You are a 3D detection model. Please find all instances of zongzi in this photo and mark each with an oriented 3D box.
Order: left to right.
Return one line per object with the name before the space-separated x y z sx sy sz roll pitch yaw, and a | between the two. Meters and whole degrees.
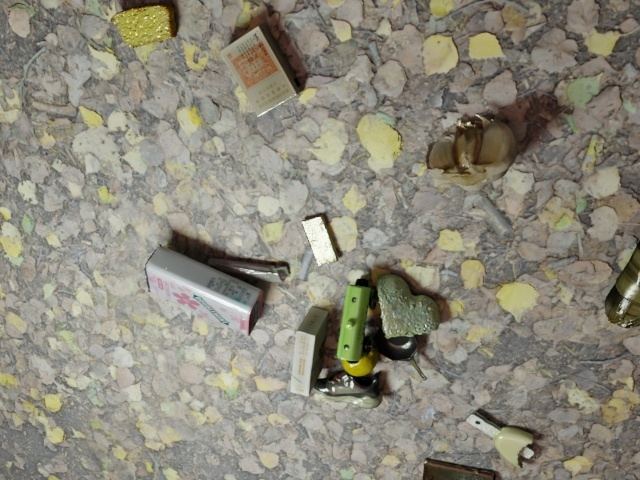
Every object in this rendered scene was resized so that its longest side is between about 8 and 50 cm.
zongzi | 0.891 0.125 1.609 0.288 0.134 0.286 17 125 2

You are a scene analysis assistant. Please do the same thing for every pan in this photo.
pan | 0.242 0.331 1.964 0.128 0.048 0.202 -10 110 24

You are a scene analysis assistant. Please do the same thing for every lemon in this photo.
lemon | 0.121 0.358 1.983 0.109 0.109 0.133 46 132 -6

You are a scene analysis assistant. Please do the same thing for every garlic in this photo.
garlic | 0.388 -0.204 1.613 0.229 0.178 0.142 -9 144 41

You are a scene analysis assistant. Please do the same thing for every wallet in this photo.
wallet | 0.452 0.786 2.124 0.232 0.031 0.122 5 115 16

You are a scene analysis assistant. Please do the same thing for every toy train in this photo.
toy train | 0.099 0.236 1.870 0.105 0.157 0.254 8 90 17

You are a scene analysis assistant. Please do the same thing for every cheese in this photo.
cheese | 0.553 0.602 1.990 0.235 0.050 0.127 32 123 3

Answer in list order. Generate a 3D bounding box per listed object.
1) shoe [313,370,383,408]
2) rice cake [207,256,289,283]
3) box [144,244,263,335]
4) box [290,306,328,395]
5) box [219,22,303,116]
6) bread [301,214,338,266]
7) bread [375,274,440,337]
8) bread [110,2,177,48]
shoe | 0.091 0.454 2.054 0.227 0.099 0.112 12 111 8
rice cake | -0.228 0.090 2.006 0.269 0.049 0.055 6 138 16
box | -0.365 0.154 2.023 0.369 0.112 0.190 25 146 6
box | -0.032 0.343 2.005 0.066 0.149 0.233 14 118 15
box | -0.155 -0.448 1.715 0.141 0.058 0.201 -22 105 26
bread | 0.000 0.000 1.897 0.068 0.028 0.154 -14 109 24
bread | 0.231 0.208 1.869 0.232 0.064 0.172 38 93 -1
bread | -0.470 -0.583 1.754 0.187 0.065 0.103 -6 114 20
